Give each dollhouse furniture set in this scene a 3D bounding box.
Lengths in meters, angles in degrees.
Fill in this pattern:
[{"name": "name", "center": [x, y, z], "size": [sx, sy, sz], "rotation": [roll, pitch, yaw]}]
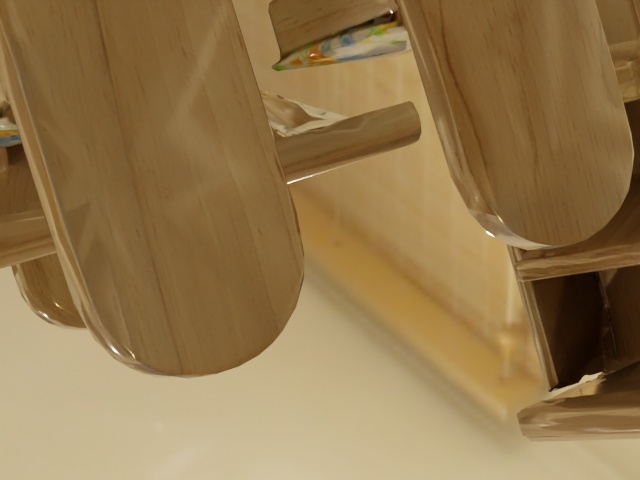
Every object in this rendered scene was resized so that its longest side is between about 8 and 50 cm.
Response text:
[{"name": "dollhouse furniture set", "center": [0.000, 0.000, 0.697], "size": [0.394, 0.256, 0.362], "rotation": [-18, -177, -32]}]
